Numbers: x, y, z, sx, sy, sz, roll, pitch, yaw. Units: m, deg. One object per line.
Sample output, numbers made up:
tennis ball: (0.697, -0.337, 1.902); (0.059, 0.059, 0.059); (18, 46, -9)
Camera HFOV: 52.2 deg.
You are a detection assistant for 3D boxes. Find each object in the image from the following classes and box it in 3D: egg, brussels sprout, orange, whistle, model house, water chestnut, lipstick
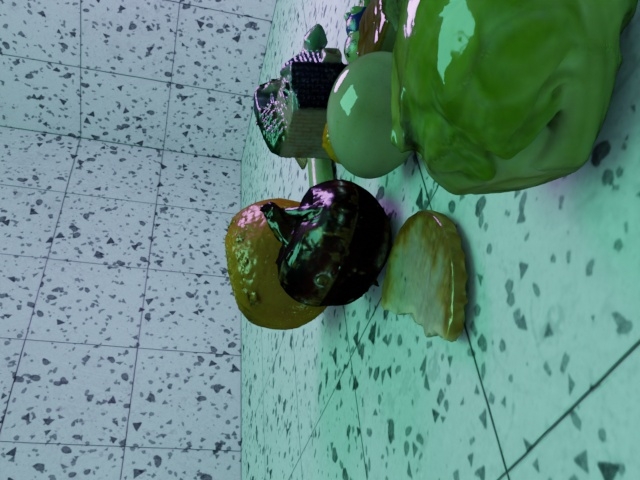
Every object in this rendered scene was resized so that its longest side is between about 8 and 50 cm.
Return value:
egg: (0.104, -0.230, 1.231); (0.189, 0.188, 0.254); (-97, 15, -45)
brussels sprout: (0.203, -0.219, 0.740); (0.328, 0.246, 0.328); (177, 90, -89)
orange: (-0.091, 0.058, 1.679); (0.340, 0.293, 0.341); (169, 90, -78)
whistle: (0.102, -0.518, 1.594); (0.105, 0.085, 0.228); (164, 113, -65)
model house: (-0.029, -0.416, 1.770); (0.284, 0.243, 0.299); (113, 150, -41)
water chestnut: (0.000, 0.000, 1.374); (0.300, 0.299, 0.300); (-173, 90, -76)
lipstick: (0.003, -0.178, 1.857); (0.076, 0.076, 0.304); (112, 161, -47)

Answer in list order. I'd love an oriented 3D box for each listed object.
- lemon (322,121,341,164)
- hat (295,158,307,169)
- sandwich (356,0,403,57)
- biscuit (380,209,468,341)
lemon: (0.078, -0.234, 1.438); (0.187, 0.142, 0.142); (167, 109, -73)
hat: (-0.084, -0.324, 2.285); (0.146, 0.067, 0.146); (-173, 90, -76)
sandwich: (0.149, -0.441, 1.326); (0.186, 0.108, 0.220); (113, 162, -48)
biscuit: (0.178, 0.051, 1.103); (0.309, 0.040, 0.205); (-164, 80, -76)
